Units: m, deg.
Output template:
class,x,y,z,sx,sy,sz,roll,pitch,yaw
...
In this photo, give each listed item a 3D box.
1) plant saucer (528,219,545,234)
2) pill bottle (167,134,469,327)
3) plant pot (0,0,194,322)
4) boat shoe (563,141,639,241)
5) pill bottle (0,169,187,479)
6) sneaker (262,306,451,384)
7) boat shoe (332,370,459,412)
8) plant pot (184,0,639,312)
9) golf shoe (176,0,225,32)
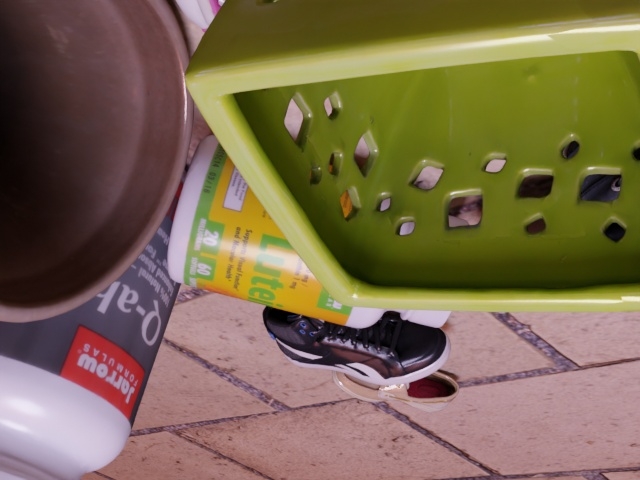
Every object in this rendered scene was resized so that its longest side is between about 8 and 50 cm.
class,x,y,z,sx,sy,sz,roll,pitch,yaw
plant saucer,0.214,0.000,0.719,0.169,0.029,0.168,8,172,1
pill bottle,0.000,0.000,0.747,0.246,0.136,0.136,14,149,-1
plant pot,-0.261,-0.098,0.623,0.229,0.263,0.263,18,154,28
boat shoe,0.322,-0.060,0.544,0.340,0.113,0.127,-8,143,31
pill bottle,-0.252,0.084,0.764,0.210,0.362,0.210,10,149,6
sneaker,0.031,0.105,0.959,0.217,0.079,0.121,-2,147,26
boat shoe,0.100,0.176,1.072,0.170,0.063,0.059,14,148,-20
plant pot,0.091,-0.101,0.480,0.228,0.207,0.227,-2,146,24
golf shoe,-0.094,-0.244,0.439,0.140,0.115,0.306,18,147,19
